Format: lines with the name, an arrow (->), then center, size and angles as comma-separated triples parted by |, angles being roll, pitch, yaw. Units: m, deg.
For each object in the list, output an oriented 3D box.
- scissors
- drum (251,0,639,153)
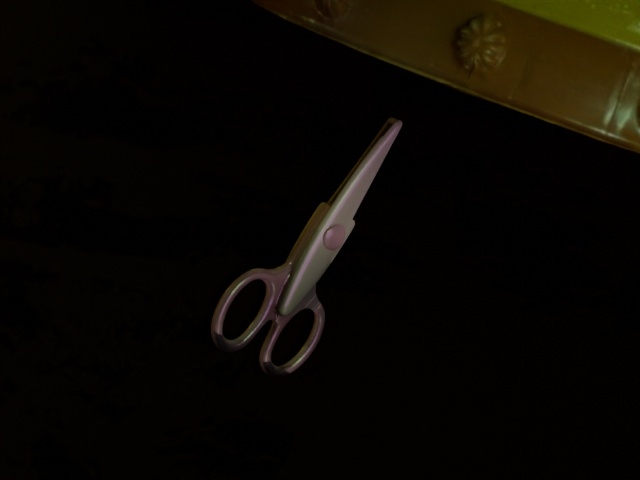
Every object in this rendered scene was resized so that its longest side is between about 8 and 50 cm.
scissors -> 0.000, 0.000, 1.046 | 0.085, 0.022, 0.176 | 32, 89, -41
drum -> 0.184, -0.158, 0.863 | 0.431, 0.431, 0.214 | 11, 104, -41
